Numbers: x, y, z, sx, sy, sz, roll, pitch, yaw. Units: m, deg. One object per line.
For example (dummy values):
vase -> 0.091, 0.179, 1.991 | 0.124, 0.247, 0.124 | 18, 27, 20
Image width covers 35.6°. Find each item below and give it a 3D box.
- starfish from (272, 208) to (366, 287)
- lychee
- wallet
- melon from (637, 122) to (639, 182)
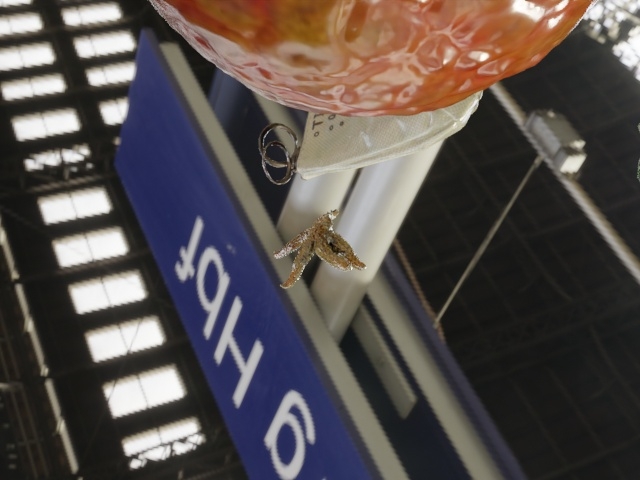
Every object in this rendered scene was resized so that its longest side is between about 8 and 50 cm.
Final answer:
starfish -> -0.004, -0.004, 1.183 | 0.133, 0.041, 0.130 | -6, -137, 23
lychee -> 0.022, -0.180, 0.434 | 0.255, 0.255, 0.300 | 44, -147, 21
wallet -> 0.082, -0.217, 1.124 | 0.068, 0.275, 0.335 | 38, -120, -42
melon -> 0.411, -0.004, 0.743 | 0.344, 0.331, 0.226 | 26, 180, -11
